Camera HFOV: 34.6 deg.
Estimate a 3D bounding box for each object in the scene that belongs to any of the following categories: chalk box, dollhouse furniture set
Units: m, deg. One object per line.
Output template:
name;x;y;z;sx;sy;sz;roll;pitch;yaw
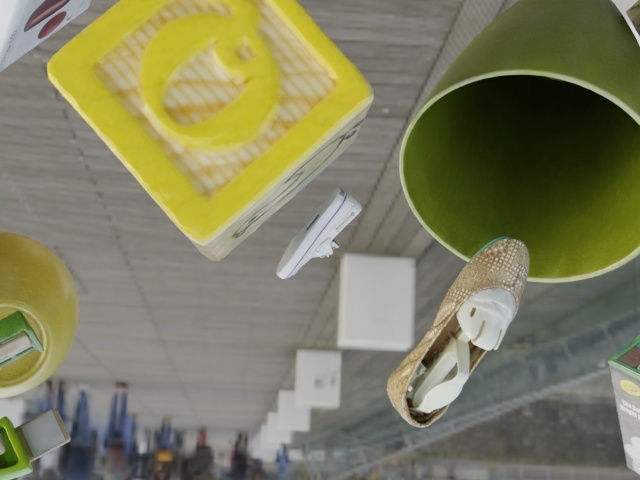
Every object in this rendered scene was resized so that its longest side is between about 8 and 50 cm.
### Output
chalk box;0.411;0.164;1.116;0.132;0.213;0.132;-29;-149;-20
dollhouse furniture set;-0.164;0.122;0.587;0.058;0.152;0.076;-27;158;-13

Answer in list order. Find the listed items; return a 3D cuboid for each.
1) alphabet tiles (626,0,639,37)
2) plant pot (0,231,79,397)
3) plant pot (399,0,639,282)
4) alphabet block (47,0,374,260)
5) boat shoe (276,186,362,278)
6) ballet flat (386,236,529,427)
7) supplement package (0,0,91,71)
alphabet tiles;0.469;-0.327;1.143;0.011;0.342;0.285;43;114;-11
plant pot;-0.247;0.068;0.789;0.134;0.134;0.095;9;-172;-23
plant pot;0.256;-0.152;1.139;0.274;0.293;0.275;12;135;12
alphabet block;-0.089;-0.115;0.881;0.193;0.192;0.197;47;175;2
boat shoe;0.000;0.000;0.905;0.035;0.100;0.035;33;-162;-16
ballet flat;0.133;0.092;0.934;0.073;0.067;0.206;19;117;-21
supplement package;-0.317;-0.314;1.057;0.149;0.203;0.194;35;130;-3
